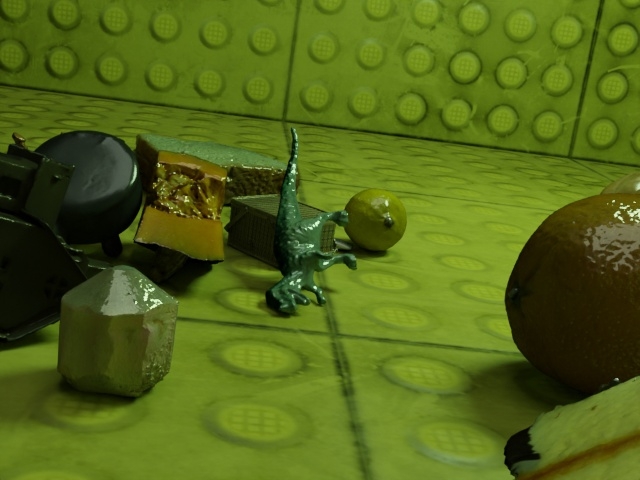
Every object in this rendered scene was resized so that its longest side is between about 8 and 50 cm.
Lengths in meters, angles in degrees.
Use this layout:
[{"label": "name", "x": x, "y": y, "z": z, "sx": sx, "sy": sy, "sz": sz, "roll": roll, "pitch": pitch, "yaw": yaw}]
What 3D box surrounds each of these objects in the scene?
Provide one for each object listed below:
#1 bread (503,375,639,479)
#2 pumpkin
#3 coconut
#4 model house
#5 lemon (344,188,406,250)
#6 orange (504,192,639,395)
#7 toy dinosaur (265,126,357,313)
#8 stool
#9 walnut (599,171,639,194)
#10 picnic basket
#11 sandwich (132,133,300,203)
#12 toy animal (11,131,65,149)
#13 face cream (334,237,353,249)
[{"label": "bread", "x": 0.318, "y": 0.113, "z": 0.659, "sx": 0.242, "sy": 0.404, "sz": 0.346, "roll": 33, "pitch": 7, "yaw": 9}, {"label": "pumpkin", "x": -0.201, "y": -0.013, "z": 1.307, "sx": 0.131, "sy": 0.126, "sz": 0.248, "roll": 18, "pitch": 33, "yaw": -10}, {"label": "coconut", "x": -0.199, "y": 0.083, "z": 0.895, "sx": 0.116, "sy": 0.122, "sz": 0.116, "roll": 7, "pitch": 14, "yaw": -2}, {"label": "model house", "x": -0.336, "y": 0.003, "z": 1.042, "sx": 0.243, "sy": 0.204, "sz": 0.211, "roll": 18, "pitch": 4, "yaw": -44}, {"label": "lemon", "x": 0.093, "y": -0.035, "z": 1.546, "sx": 0.109, "sy": 0.109, "sz": 0.133, "roll": 2, "pitch": 7, "yaw": -23}, {"label": "orange", "x": 0.339, "y": 0.068, "z": 1.044, "sx": 0.264, "sy": 0.264, "sz": 0.264, "roll": 8, "pitch": 14, "yaw": -2}, {"label": "toy dinosaur", "x": -0.002, "y": -0.019, "z": 1.322, "sx": 0.129, "sy": 0.076, "sz": 0.383, "roll": 16, "pitch": 37, "yaw": -10}, {"label": "stool", "x": -0.350, "y": -0.051, "z": 1.282, "sx": 0.228, "sy": 0.139, "sz": 0.153, "roll": -32, "pitch": 63, "yaw": -23}, {"label": "walnut", "x": 0.586, "y": -0.019, "z": 1.544, "sx": 0.257, "sy": 0.257, "sz": 0.224, "roll": 3, "pitch": 47, "yaw": -21}, {"label": "picnic basket", "x": -0.062, "y": -0.016, "z": 1.443, "sx": 0.115, "sy": 0.079, "sz": 0.164, "roll": -6, "pitch": 20, "yaw": -44}, {"label": "sandwich", "x": -0.218, "y": -0.138, "z": 1.792, "sx": 0.289, "sy": 0.099, "sz": 0.254, "roll": 0, "pitch": 17, "yaw": -28}, {"label": "toy animal", "x": -0.478, "y": -0.118, "z": 1.623, "sx": 0.114, "sy": 0.116, "sz": 0.255, "roll": 35, "pitch": 14, "yaw": 9}, {"label": "face cream", "x": 0.000, "y": 0.000, "z": 1.534, "sx": 0.115, "sy": 0.020, "sz": 0.038, "roll": 10, "pitch": 13, "yaw": 1}]
